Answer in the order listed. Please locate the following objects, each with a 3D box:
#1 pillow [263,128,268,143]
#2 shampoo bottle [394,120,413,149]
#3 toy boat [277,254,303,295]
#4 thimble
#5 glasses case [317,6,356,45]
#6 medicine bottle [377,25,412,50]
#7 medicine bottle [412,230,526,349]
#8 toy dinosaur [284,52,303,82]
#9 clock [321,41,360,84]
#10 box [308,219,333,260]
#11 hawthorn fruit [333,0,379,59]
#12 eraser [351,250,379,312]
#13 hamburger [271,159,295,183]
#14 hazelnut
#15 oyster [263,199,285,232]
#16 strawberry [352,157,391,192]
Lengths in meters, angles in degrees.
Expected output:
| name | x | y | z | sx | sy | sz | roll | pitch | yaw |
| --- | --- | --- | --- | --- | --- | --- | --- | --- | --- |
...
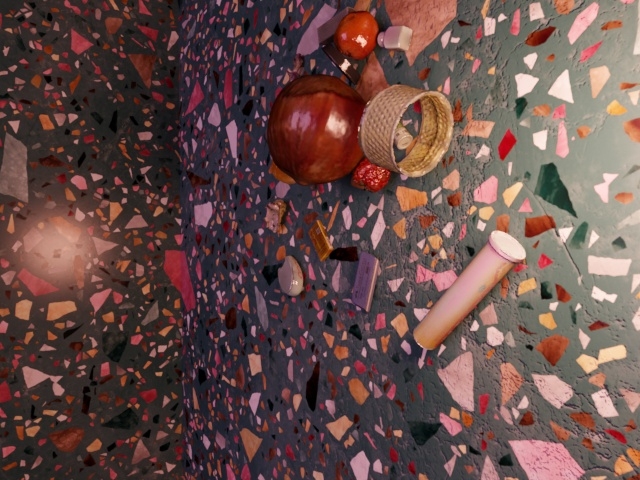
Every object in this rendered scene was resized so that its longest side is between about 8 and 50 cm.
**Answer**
| name | x | y | z | sx | sy | sz | roll | pitch | yaw |
| --- | --- | --- | --- | --- | --- | --- | --- | --- | --- |
| pillow | -0.176 | -0.495 | 2.230 | 0.186 | 0.106 | 0.250 | 57 | 137 | 17 |
| shampoo bottle | 0.243 | -0.404 | 1.685 | 0.065 | 0.065 | 0.204 | -57 | 47 | 37 |
| toy boat | -0.127 | 0.166 | 2.198 | 0.134 | 0.079 | 0.207 | -57 | 36 | 26 |
| thimble | 0.264 | -0.334 | 1.487 | 0.150 | 0.271 | 0.270 | 33 | 116 | 48 |
| glasses case | 0.064 | -0.861 | 1.954 | 0.205 | 0.047 | 0.070 | -7 | 88 | 54 |
| medicine bottle | 0.255 | -0.699 | 1.680 | 0.118 | 0.055 | 0.074 | 25 | 110 | 50 |
| medicine bottle | 0.417 | 0.159 | 1.412 | 0.108 | 0.108 | 0.426 | 60 | 136 | 35 |
| toy dinosaur | -0.099 | -0.702 | 2.163 | 0.200 | 0.072 | 0.251 | -45 | 45 | 34 |
| clock | 0.080 | -0.666 | 1.823 | 0.040 | 0.185 | 0.184 | -43 | 52 | 13 |
| box | 0.000 | 0.000 | 2.051 | 0.089 | 0.022 | 0.156 | -53 | 49 | 37 |
| hawthorn fruit | 0.160 | -0.806 | 1.782 | 0.165 | 0.165 | 0.285 | 22 | 84 | 52 |
| eraser | 0.168 | 0.155 | 1.806 | 0.082 | 0.036 | 0.224 | 27 | 111 | 49 |
| hamburger | -0.096 | -0.358 | 2.069 | 0.244 | 0.163 | 0.244 | -6 | 83 | 55 |
| hazelnut | -0.011 | -0.402 | 1.783 | 0.421 | 0.353 | 0.420 | 4 | 99 | 30 |
| oyster | -0.214 | -0.125 | 2.319 | 0.133 | 0.072 | 0.209 | 46 | 145 | 37 |
| strawberry | 0.188 | -0.246 | 1.713 | 0.131 | 0.131 | 0.148 | 55 | 139 | 39 |
